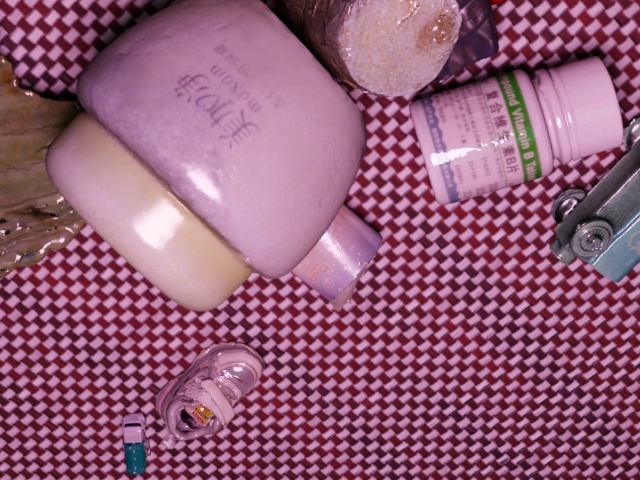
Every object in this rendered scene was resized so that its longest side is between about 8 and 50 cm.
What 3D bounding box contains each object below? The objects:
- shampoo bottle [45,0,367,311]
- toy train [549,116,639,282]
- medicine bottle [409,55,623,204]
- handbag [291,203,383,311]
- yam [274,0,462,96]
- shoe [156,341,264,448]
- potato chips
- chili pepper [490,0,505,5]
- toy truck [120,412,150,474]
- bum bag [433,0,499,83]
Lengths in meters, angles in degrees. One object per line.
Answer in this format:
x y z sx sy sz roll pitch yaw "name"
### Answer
-0.120 -0.105 1.218 0.317 0.322 0.322 -45 111 -7 "shampoo bottle"
0.413 -0.051 1.390 0.159 0.101 0.248 28 115 -29 "toy train"
0.237 -0.136 1.315 0.236 0.139 0.139 -14 116 7 "medicine bottle"
0.000 0.000 1.409 0.173 0.095 0.117 40 111 -11 "handbag"
0.047 -0.243 1.189 0.153 0.254 0.154 -8 111 -20 "yam"
-0.159 0.218 1.508 0.180 0.092 0.089 -36 111 16 "shoe"
-0.469 -0.097 1.342 0.389 0.097 0.373 -39 110 13 "potato chips"
0.358 -0.321 1.264 0.368 0.092 0.137 6 135 3 "chili pepper"
-0.270 0.297 1.573 0.039 0.044 0.083 -2 117 -4 "toy truck"
0.132 -0.326 1.243 0.137 0.074 0.310 7 125 28 "bum bag"
